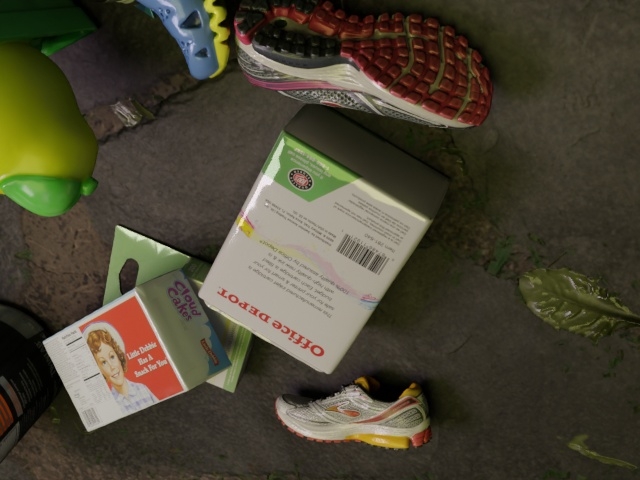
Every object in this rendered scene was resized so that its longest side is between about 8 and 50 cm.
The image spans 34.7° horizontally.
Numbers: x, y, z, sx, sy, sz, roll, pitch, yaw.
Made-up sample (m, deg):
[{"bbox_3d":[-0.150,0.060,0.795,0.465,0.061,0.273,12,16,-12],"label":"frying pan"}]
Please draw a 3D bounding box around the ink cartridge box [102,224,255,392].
[{"bbox_3d":[-0.203,0.097,1.443,0.235,0.056,0.171,21,124,5],"label":"ink cartridge box"}]

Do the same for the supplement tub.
[{"bbox_3d":[-0.540,0.255,1.483,0.207,0.338,0.207,9,121,16],"label":"supplement tub"}]

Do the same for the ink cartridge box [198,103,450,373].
[{"bbox_3d":[0.000,0.000,1.273,0.201,0.117,0.278,31,124,1],"label":"ink cartridge box"}]

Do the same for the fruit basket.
[{"bbox_3d":[-0.419,-0.176,1.173,0.283,0.392,0.392,-18,111,28],"label":"fruit basket"}]

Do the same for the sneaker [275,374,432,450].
[{"bbox_3d":[0.045,0.228,1.422,0.225,0.088,0.092,1,98,19],"label":"sneaker"}]

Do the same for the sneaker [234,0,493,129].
[{"bbox_3d":[0.050,-0.196,1.159,0.299,0.120,0.112,20,153,7],"label":"sneaker"}]

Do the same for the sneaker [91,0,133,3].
[{"bbox_3d":[-0.275,-0.349,1.189,0.063,0.075,0.170,-17,105,36],"label":"sneaker"}]

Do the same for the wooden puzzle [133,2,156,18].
[{"bbox_3d":[-0.212,-0.331,1.222,0.079,0.014,0.116,26,124,9],"label":"wooden puzzle"}]

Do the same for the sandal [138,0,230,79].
[{"bbox_3d":[-0.197,-0.323,1.137,0.138,0.126,0.317,-24,102,-2],"label":"sandal"}]

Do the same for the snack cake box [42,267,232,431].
[{"bbox_3d":[-0.260,0.156,1.421,0.264,0.089,0.152,-26,89,44],"label":"snack cake box"}]
